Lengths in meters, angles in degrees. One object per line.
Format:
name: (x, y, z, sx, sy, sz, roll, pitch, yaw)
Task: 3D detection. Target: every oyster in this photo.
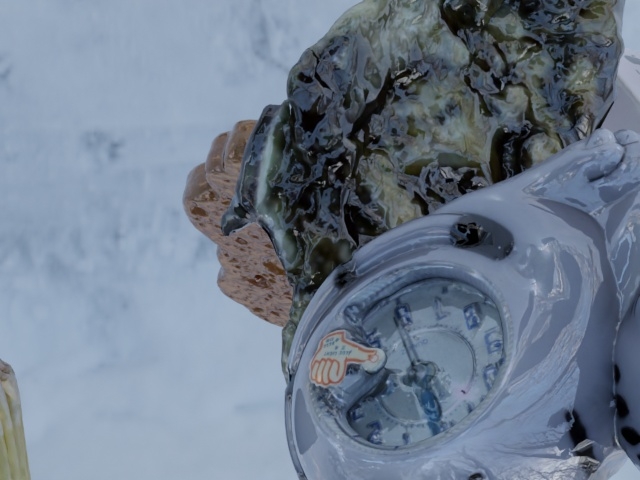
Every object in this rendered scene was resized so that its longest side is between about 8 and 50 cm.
oyster: (0.056, -0.019, 0.636, 0.214, 0.083, 0.223, -58, 151, -16)

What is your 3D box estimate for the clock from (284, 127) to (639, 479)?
clock: (0.074, 0.042, 0.486, 0.176, 0.117, 0.080, -26, 136, 11)

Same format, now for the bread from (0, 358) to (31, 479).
bread: (-0.222, 0.097, 0.759, 0.190, 0.132, 0.114, -14, 100, -37)

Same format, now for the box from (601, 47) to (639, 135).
box: (0.241, 0.010, 0.926, 0.203, 0.252, 0.106, 16, 114, -19)

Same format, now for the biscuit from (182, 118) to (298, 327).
biscuit: (0.000, 0.000, 1.292, 0.202, 0.047, 0.334, 14, 159, 15)
